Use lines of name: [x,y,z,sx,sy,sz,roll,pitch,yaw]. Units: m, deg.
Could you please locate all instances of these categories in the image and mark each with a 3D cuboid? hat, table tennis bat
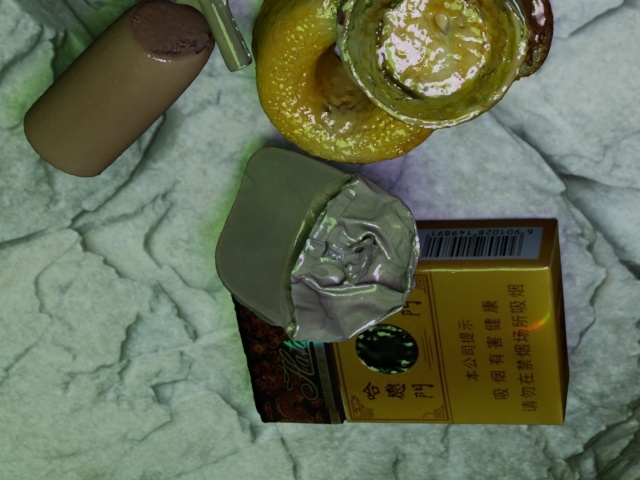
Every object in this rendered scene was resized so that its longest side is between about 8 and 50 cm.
hat: [0.000,0.000,2.074,0.149,0.245,0.214,15,104,-34]
table tennis bat: [-0.140,-0.311,1.967,0.138,0.022,0.246,-19,103,26]

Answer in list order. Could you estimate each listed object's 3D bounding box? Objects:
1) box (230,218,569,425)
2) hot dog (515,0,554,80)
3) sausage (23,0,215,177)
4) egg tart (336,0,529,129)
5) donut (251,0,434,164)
box: [0.103,0.107,2.194,0.415,0.115,0.264,0,127,13]
hot dog: [0.211,-0.231,1.942,0.099,0.065,0.147,-17,130,-27]
sausage: [-0.240,-0.188,2.059,0.123,0.123,0.253,39,124,-15]
egg tart: [0.123,-0.219,1.847,0.213,0.090,0.212,0,103,-2]
donut: [0.043,-0.205,1.982,0.278,0.108,0.277,7,127,9]
